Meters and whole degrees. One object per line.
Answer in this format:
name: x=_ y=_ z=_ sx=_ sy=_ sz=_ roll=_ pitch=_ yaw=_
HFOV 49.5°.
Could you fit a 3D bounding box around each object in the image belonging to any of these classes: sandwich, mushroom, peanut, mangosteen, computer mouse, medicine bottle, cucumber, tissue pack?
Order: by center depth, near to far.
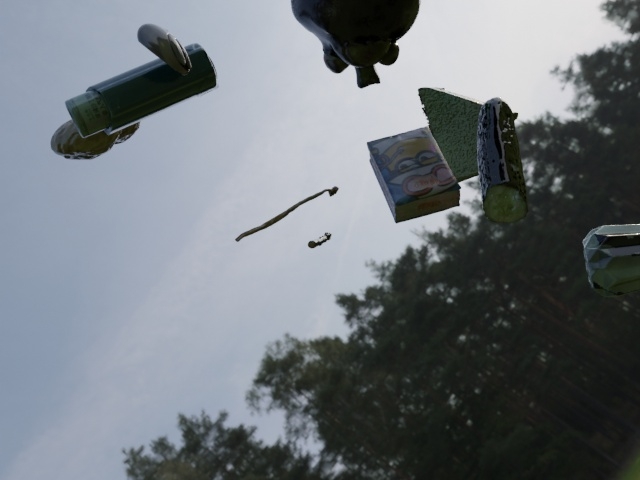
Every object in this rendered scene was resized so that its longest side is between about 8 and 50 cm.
computer mouse: x=-0.226 y=-0.286 z=1.022 sx=0.039 sy=0.096 sz=0.066 roll=-52 pitch=-11 yaw=7
medicine bottle: x=-0.275 y=-0.241 z=1.113 sx=0.258 sy=0.124 sz=0.079 roll=-28 pitch=-78 yaw=-19
tissue pack: x=0.154 y=-0.113 z=1.158 sx=0.116 sy=0.155 sz=0.065 roll=-16 pitch=-39 yaw=-4
cucumber: x=0.300 y=-0.143 z=1.167 sx=0.074 sy=0.074 sz=0.241 roll=72 pitch=-163 yaw=-56
mangosteen: x=0.078 y=-0.462 z=1.395 sx=0.233 sy=0.287 sz=0.287 roll=-41 pitch=-30 yaw=-7
mushroom: x=-0.073 y=-0.065 z=1.582 sx=0.286 sy=0.026 sz=0.028 roll=-28 pitch=-64 yaw=-26
sandwich: x=0.357 y=-0.273 z=1.621 sx=0.063 sy=0.212 sz=0.245 roll=-14 pitch=-91 yaw=-50
peanut: x=-0.541 y=-0.269 z=1.698 sx=0.110 sy=0.197 sz=0.233 roll=62 pitch=-147 yaw=-18

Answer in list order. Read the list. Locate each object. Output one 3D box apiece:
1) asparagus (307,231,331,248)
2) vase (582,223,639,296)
asparagus: x=0.000 y=0.000 z=1.171 sx=0.018 sy=0.015 sz=0.127 roll=-46 pitch=-4 yaw=14
vase: x=0.768 y=0.025 z=1.507 sx=0.165 sy=0.360 sz=0.165 roll=-10 pitch=-90 yaw=-72
